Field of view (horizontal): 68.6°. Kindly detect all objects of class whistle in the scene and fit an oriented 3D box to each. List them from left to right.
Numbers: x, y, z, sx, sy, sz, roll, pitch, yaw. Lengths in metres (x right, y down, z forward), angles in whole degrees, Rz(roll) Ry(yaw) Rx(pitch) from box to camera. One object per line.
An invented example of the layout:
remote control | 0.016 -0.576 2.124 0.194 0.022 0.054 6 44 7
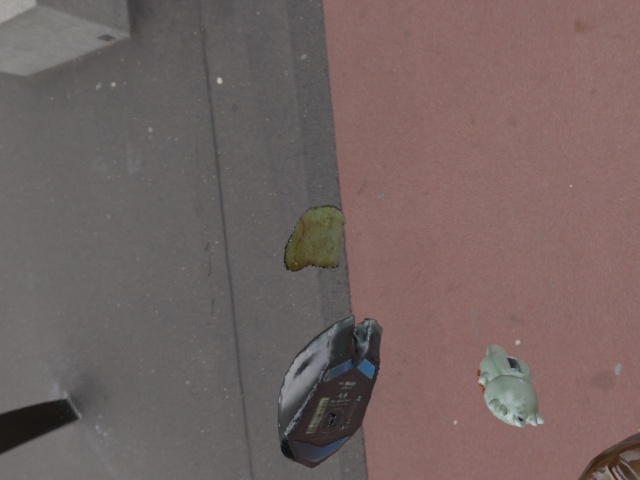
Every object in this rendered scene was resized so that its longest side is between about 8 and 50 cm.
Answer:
whistle | 0.370 0.284 0.938 0.101 0.253 0.106 43 111 -7

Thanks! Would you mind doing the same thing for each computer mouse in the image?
computer mouse | 0.003 0.115 0.374 0.047 0.079 0.135 34 106 46

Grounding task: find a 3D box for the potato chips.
potato chips | 0.000 0.000 0.890 0.026 0.209 0.142 -5 124 37

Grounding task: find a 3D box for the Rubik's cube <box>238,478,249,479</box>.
Rubik's cube | -0.114 0.336 0.216 0.322 0.315 0.319 -44 59 60

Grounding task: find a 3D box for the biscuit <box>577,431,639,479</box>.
biscuit | 0.495 0.373 0.588 0.366 0.115 0.268 -10 85 35
